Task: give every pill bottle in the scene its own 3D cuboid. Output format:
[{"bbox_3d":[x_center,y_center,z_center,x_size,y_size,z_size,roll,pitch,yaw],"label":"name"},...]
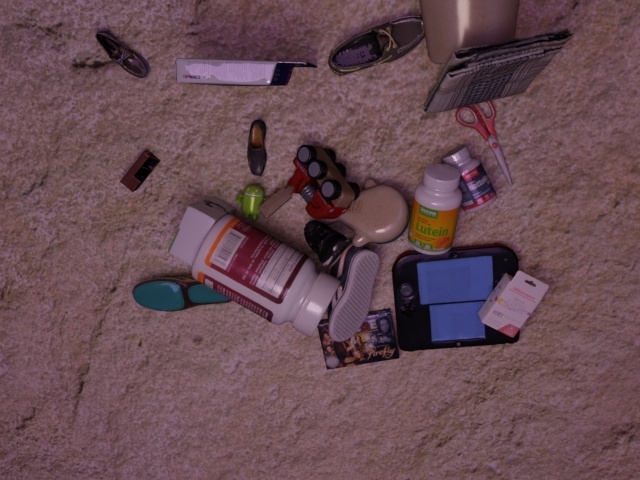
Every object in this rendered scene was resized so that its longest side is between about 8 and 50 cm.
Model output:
[{"bbox_3d":[0.434,-0.182,1.682,0.108,0.108,0.180,-29,100,11],"label":"pill bottle"},{"bbox_3d":[0.335,-0.092,1.659,0.136,0.136,0.245,5,126,3],"label":"pill bottle"},{"bbox_3d":[-0.154,0.106,1.671,0.392,0.224,0.224,29,105,4],"label":"pill bottle"}]

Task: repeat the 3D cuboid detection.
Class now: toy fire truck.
[{"bbox_3d":[-0.044,-0.135,1.696,0.246,0.158,0.217,-49,62,31],"label":"toy fire truck"}]

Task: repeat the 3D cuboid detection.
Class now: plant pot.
[{"bbox_3d":[0.390,-0.632,1.489,0.334,0.334,0.305,-5,114,6],"label":"plant pot"}]

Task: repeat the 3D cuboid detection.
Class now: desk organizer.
[{"bbox_3d":[-0.564,-0.217,1.787,0.050,0.047,0.130,41,104,-8],"label":"desk organizer"}]

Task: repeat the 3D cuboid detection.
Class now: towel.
[{"bbox_3d":[0.450,-0.427,1.494,0.312,0.324,0.056,-12,80,-4],"label":"towel"}]

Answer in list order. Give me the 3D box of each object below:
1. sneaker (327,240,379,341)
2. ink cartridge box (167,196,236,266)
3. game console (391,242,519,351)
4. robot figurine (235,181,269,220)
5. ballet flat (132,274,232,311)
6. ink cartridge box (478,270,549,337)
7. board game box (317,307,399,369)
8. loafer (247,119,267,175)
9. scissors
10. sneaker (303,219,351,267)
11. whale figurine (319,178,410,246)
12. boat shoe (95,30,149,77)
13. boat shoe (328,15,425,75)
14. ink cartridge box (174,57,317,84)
[{"bbox_3d":[0.088,0.154,1.784,0.126,0.127,0.321,6,112,-32],"label":"sneaker"},{"bbox_3d":[-0.353,-0.033,1.728,0.093,0.219,0.160,28,104,1],"label":"ink cartridge box"},{"bbox_3d":[0.427,0.184,1.801,0.387,0.060,0.342,-5,103,6],"label":"game console"},{"bbox_3d":[-0.210,-0.122,1.771,0.101,0.067,0.115,9,104,0],"label":"robot figurine"},{"bbox_3d":[-0.422,0.158,1.836,0.349,0.123,0.123,-5,103,9],"label":"ballet flat"},{"bbox_3d":[0.584,0.181,1.731,0.115,0.067,0.198,27,110,-6],"label":"ink cartridge box"},{"bbox_3d":[0.123,0.323,1.867,0.243,0.042,0.165,-11,102,7],"label":"board game box"},{"bbox_3d":[-0.197,-0.279,1.733,0.062,0.061,0.170,0,105,4],"label":"loafer"},{"bbox_3d":[0.516,-0.303,1.689,0.109,0.021,0.297,-39,96,10],"label":"scissors"},{"bbox_3d":[0.000,0.000,1.674,0.124,0.283,0.107,43,84,-6],"label":"sneaker"},{"bbox_3d":[0.138,-0.077,1.733,0.272,0.141,0.216,5,76,24],"label":"whale figurine"},{"bbox_3d":[-0.594,-0.549,1.696,0.183,0.066,0.066,37,104,-5],"label":"boat shoe"},{"bbox_3d":[0.165,-0.553,1.620,0.305,0.091,0.109,-20,102,9],"label":"boat shoe"},{"bbox_3d":[-0.185,-0.453,1.554,0.330,0.324,0.071,5,105,4],"label":"ink cartridge box"}]
